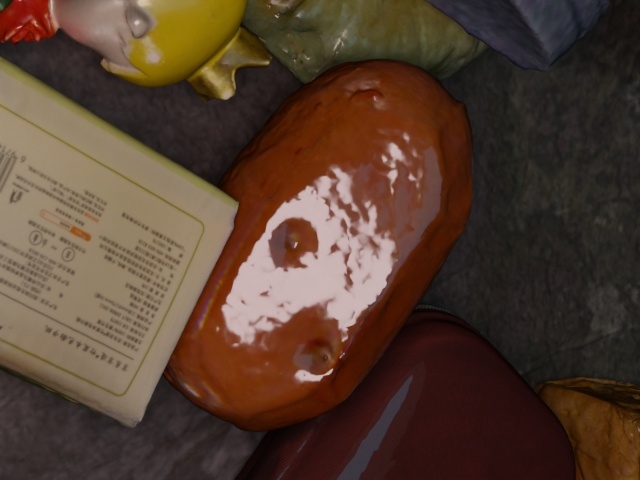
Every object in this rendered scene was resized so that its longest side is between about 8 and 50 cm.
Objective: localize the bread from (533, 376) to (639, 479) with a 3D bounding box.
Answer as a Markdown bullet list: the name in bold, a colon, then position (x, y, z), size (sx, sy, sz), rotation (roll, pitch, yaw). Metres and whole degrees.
- **bread**: position (0.247, 0.191, 1.308), size (0.149, 0.158, 0.143), rotation (2, 99, -38)

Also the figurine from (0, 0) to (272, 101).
- **figurine**: position (-0.146, -0.158, 0.998), size (0.185, 0.127, 0.234), rotation (-44, 129, -19)

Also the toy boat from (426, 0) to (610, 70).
- **toy boat**: position (0.086, -0.210, 1.067), size (0.283, 0.127, 0.078), rotation (38, 75, -32)

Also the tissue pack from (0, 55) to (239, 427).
- **tissue pack**: position (-0.189, -0.011, 0.976), size (0.234, 0.125, 0.159), rotation (30, 79, -36)

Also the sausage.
- **sausage**: position (0.000, 0.000, 1.080), size (0.153, 0.141, 0.268), rotation (35, 87, -5)

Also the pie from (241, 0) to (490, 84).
- **pie**: position (0.046, -0.244, 1.153), size (0.306, 0.071, 0.306), rotation (-4, 97, -34)

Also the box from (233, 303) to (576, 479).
- **box**: position (0.027, 0.245, 1.179), size (0.263, 0.108, 0.404), rotation (45, 71, -31)
